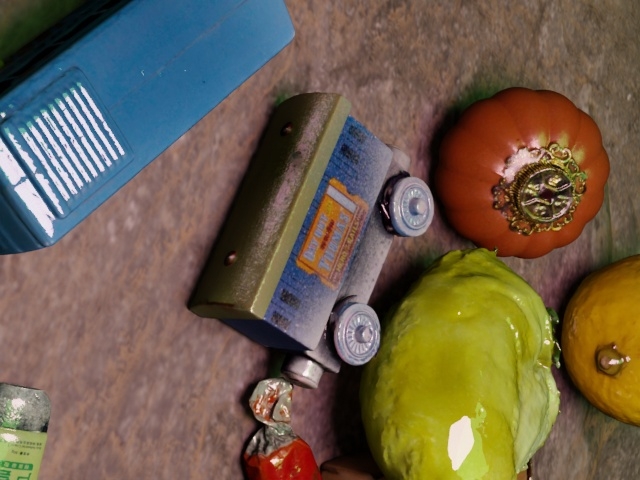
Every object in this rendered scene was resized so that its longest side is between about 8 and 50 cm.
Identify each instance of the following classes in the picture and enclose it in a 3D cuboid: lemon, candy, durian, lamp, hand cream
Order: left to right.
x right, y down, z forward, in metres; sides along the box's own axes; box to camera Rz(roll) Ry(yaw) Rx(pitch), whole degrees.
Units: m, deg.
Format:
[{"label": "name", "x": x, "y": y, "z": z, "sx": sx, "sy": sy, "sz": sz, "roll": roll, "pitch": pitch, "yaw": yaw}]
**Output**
[{"label": "hand cream", "x": -0.293, "y": 0.218, "z": 1.081, "sx": 0.095, "sy": 0.046, "sz": 0.175, "roll": 19, "pitch": 79, "yaw": -45}, {"label": "candy", "x": -0.030, "y": 0.292, "z": 1.324, "sx": 0.086, "sy": 0.059, "sz": 0.292, "roll": -27, "pitch": 108, "yaw": -39}, {"label": "durian", "x": 0.162, "y": 0.164, "z": 1.352, "sx": 0.256, "sy": 0.204, "sz": 0.340, "roll": 53, "pitch": 37, "yaw": 0}, {"label": "lamp", "x": 0.254, "y": -0.084, "z": 1.496, "sx": 0.223, "sy": 0.196, "sz": 0.223, "roll": -3, "pitch": 109, "yaw": -8}, {"label": "lemon", "x": 0.475, "y": 0.139, "z": 1.672, "sx": 0.284, "sy": 0.260, "sz": 0.260, "roll": 0, "pitch": 91, "yaw": -25}]

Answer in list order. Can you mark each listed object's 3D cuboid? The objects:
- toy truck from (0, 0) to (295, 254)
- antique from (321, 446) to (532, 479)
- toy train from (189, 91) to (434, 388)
[{"label": "toy truck", "x": -0.190, "y": -0.146, "z": 1.095, "sx": 0.385, "sy": 0.162, "sz": 0.161, "roll": -46, "pitch": 119, "yaw": -34}, {"label": "antique", "x": 0.137, "y": 0.288, "z": 1.464, "sx": 0.310, "sy": 0.087, "sz": 0.093, "roll": -9, "pitch": 98, "yaw": -44}, {"label": "toy train", "x": 0.000, "y": 0.000, "z": 1.299, "sx": 0.202, "sy": 0.131, "sz": 0.299, "roll": 37, "pitch": 65, "yaw": -36}]
